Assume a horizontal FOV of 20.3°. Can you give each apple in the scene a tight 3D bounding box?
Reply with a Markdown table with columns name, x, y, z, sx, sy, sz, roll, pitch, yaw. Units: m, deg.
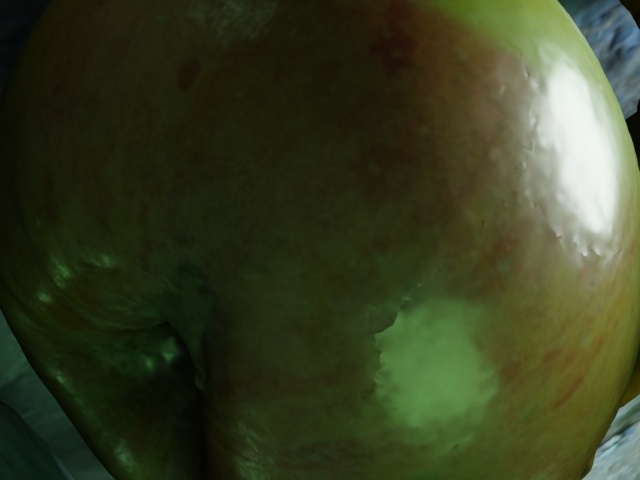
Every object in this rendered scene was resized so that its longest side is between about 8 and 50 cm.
| name | x | y | z | sx | sy | sz | roll | pitch | yaw |
| --- | --- | --- | --- | --- | --- | --- | --- | --- | --- |
| apple | 0.000 | 0.000 | 0.635 | 0.194 | 0.261 | 0.261 | -42 | 152 | -27 |

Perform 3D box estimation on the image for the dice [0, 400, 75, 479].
| name | x | y | z | sx | sy | sz | roll | pitch | yaw |
| --- | --- | --- | --- | --- | --- | --- | --- | --- | --- |
| dice | -0.188 | 0.262 | 0.635 | 0.328 | 0.330 | 0.348 | -31 | 127 | -3 |

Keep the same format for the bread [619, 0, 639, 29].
| name | x | y | z | sx | sy | sz | roll | pitch | yaw |
| --- | --- | --- | --- | --- | --- | --- | --- | --- | --- |
| bread | 0.250 | -0.162 | 0.827 | 0.271 | 0.077 | 0.139 | -17 | 145 | -33 |

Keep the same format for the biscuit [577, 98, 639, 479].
| name | x | y | z | sx | sy | sz | roll | pitch | yaw |
| --- | --- | --- | --- | --- | --- | --- | --- | --- | --- |
| biscuit | 0.163 | 0.010 | 0.800 | 0.366 | 0.115 | 0.268 | -26 | -168 | 43 |
